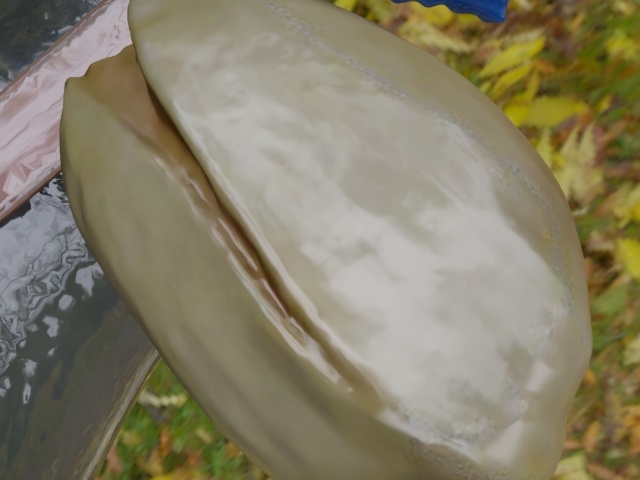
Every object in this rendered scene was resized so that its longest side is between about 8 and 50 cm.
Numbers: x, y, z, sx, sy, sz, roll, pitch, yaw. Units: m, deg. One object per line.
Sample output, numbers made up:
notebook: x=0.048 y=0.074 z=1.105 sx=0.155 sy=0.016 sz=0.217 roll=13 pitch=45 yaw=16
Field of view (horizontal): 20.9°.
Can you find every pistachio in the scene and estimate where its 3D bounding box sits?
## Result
pistachio: x=0.000 y=0.000 z=0.487 sx=0.185 sy=0.124 sz=0.124 roll=40 pitch=71 yaw=16

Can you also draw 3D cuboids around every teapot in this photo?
teapot: x=-0.179 y=0.000 z=0.880 sx=0.305 sy=0.376 sz=0.362 roll=44 pitch=67 yaw=-3

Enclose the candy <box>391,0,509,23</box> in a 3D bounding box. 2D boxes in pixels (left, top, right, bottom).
candy: x=0.053 y=-0.300 z=1.011 sx=0.187 sy=0.077 sz=0.331 roll=15 pitch=116 yaw=18
